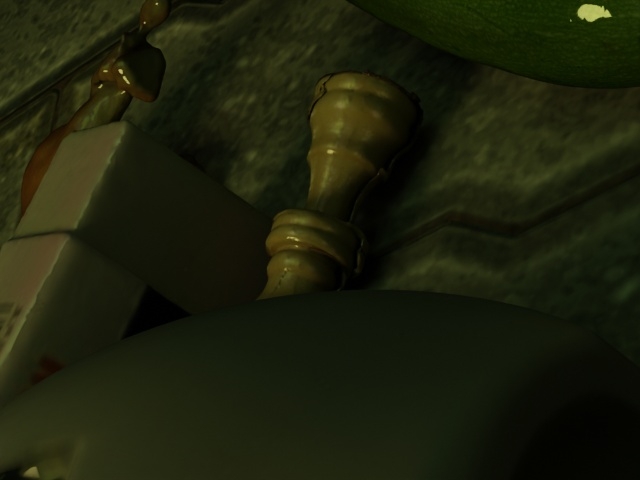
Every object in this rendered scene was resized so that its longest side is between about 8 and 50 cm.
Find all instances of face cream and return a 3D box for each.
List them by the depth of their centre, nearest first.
[{"bbox_3d":[-0.048,0.174,0.516,0.357,0.219,0.313,-24,45,38],"label":"face cream"}]

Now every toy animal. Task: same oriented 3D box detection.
[{"bbox_3d":[-0.164,0.014,0.921,0.157,0.097,0.312,-12,47,51],"label":"toy animal"}]

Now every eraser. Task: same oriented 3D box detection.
[{"bbox_3d":[-0.124,0.091,0.767,0.086,0.130,0.287,-4,56,51],"label":"eraser"}]

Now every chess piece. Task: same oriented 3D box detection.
[{"bbox_3d":[0.000,0.000,0.778,0.060,0.060,0.172,-7,55,45],"label":"chess piece"}]

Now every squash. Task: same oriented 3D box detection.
[{"bbox_3d":[0.067,-0.153,0.800,0.107,0.107,0.395,-51,35,-1],"label":"squash"}]
